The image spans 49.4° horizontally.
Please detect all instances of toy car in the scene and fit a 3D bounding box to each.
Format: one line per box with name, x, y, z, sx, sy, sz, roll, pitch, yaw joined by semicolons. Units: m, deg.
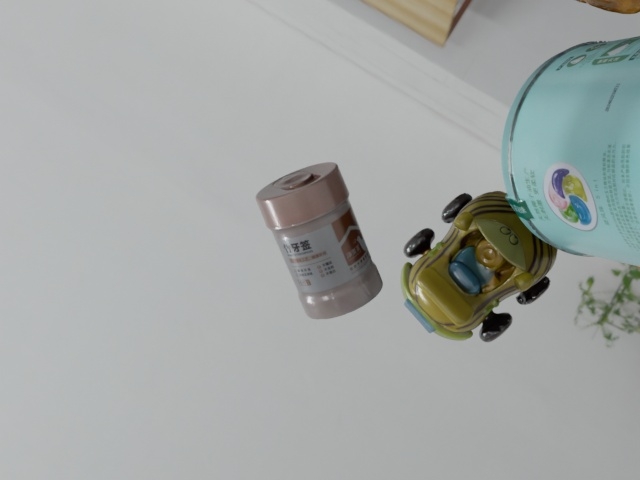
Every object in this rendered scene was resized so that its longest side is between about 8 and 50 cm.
toy car;0.238;0.031;1.028;0.200;0.248;0.142;45;170;9

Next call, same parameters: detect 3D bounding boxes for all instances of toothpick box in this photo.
toothpick box;0.000;0.000;0.774;0.098;0.098;0.149;15;130;61

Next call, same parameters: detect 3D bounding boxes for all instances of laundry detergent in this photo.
laundry detergent;0.397;-0.109;0.851;0.287;0.287;0.305;35;176;-20

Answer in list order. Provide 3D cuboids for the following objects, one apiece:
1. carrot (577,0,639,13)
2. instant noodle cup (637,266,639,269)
carrot;0.221;-0.261;0.669;0.209;0.061;0.061;36;174;32
instant noodle cup;0.615;-0.002;1.067;0.172;0.216;0.216;25;175;-28
